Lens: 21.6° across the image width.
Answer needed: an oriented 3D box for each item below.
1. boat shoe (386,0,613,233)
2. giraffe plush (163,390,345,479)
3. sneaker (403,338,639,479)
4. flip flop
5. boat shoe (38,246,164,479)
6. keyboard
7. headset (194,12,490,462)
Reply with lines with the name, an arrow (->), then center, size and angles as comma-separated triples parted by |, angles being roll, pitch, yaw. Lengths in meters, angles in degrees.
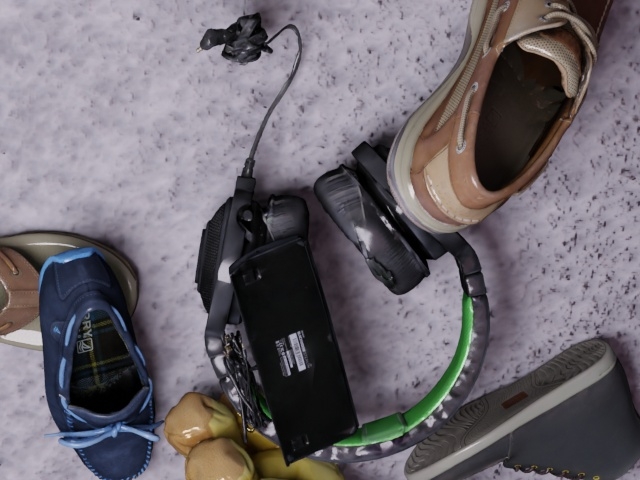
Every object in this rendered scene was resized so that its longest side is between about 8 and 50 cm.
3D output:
boat shoe -> 0.177, -0.144, 1.360 | 0.123, 0.116, 0.324 | 36, 70, -21
giraffe plush -> -0.071, 0.247, 1.507 | 0.210, 0.181, 0.170 | 15, 120, -45
sneaker -> 0.194, 0.195, 1.535 | 0.222, 0.083, 0.118 | -29, 107, 3
flip flop -> -0.295, 0.038, 1.444 | 0.277, 0.080, 0.112 | 14, 105, -13
boat shoe -> -0.196, 0.127, 1.438 | 0.109, 0.089, 0.258 | -22, 132, -8
keyboard -> -0.037, 0.092, 1.383 | 0.100, 0.038, 0.192 | -21, 112, -17
headset -> 0.000, 0.000, 1.406 | 0.243, 0.185, 0.394 | -19, 97, 0
